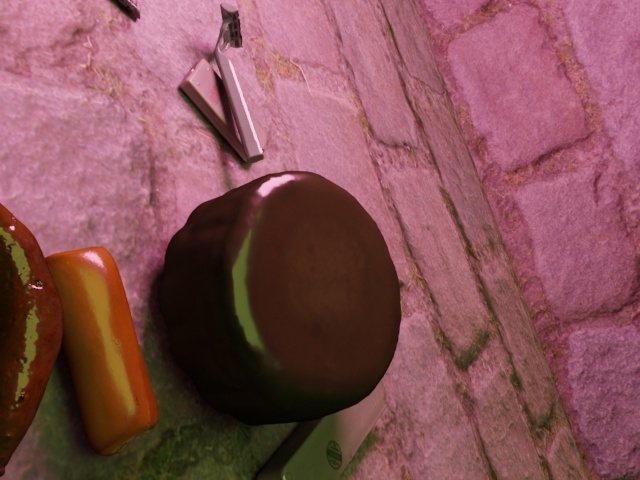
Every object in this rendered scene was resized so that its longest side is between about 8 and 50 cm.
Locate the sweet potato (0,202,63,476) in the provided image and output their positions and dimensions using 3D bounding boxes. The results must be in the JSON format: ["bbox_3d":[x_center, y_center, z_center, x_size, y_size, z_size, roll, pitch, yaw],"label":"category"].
[{"bbox_3d":[-0.320,0.053,0.648,0.108,0.079,0.345,-12,90,-79],"label":"sweet potato"}]

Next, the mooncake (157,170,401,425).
[{"bbox_3d":[-0.056,0.085,0.927,0.356,0.194,0.356,16,66,-40],"label":"mooncake"}]

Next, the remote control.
[{"bbox_3d":[-0.166,-0.225,1.128,0.190,0.029,0.087,49,36,-28],"label":"remote control"}]

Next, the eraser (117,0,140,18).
[{"bbox_3d":[-0.319,-0.389,1.002,0.099,0.019,0.027,35,30,-42],"label":"eraser"}]

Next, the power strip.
[{"bbox_3d":[0.012,0.320,1.032,0.385,0.062,0.091,-34,100,-59],"label":"power strip"}]

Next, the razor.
[{"bbox_3d":[-0.147,-0.264,1.107,0.111,0.056,0.277,103,-23,-72],"label":"razor"}]

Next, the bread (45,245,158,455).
[{"bbox_3d":[-0.248,0.122,0.733,0.092,0.074,0.239,14,57,-81],"label":"bread"}]
